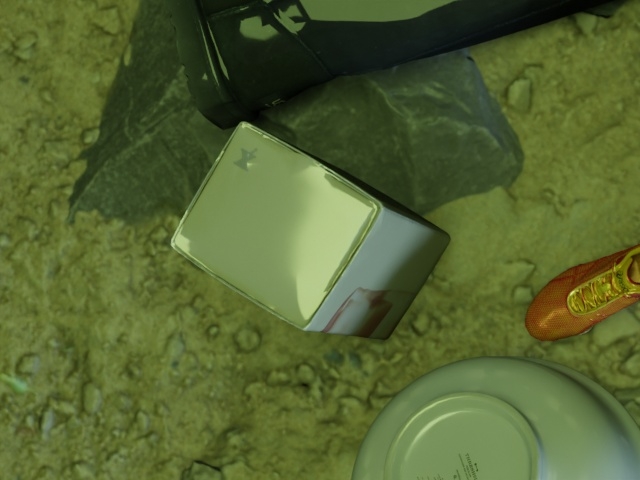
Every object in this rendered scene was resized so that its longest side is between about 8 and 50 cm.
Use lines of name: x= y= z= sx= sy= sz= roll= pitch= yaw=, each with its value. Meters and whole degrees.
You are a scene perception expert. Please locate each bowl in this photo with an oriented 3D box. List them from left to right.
bowl: x=0.144 y=0.221 z=1.472 sx=0.298 sy=0.134 sz=0.298 roll=-9 pitch=63 yaw=19

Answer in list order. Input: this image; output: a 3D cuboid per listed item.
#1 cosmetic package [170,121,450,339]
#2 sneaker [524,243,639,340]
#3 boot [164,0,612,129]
cosmetic package: x=0.000 y=0.000 z=1.494 sx=0.153 sy=0.296 sz=0.129 roll=33 pitch=94 yaw=17
sneaker: x=0.266 y=0.039 z=1.532 sx=0.175 sy=0.067 sz=0.064 roll=-30 pitch=79 yaw=14
boot: x=0.053 y=-0.345 z=1.586 sx=0.445 sy=0.146 sz=0.367 roll=-19 pitch=88 yaw=17
